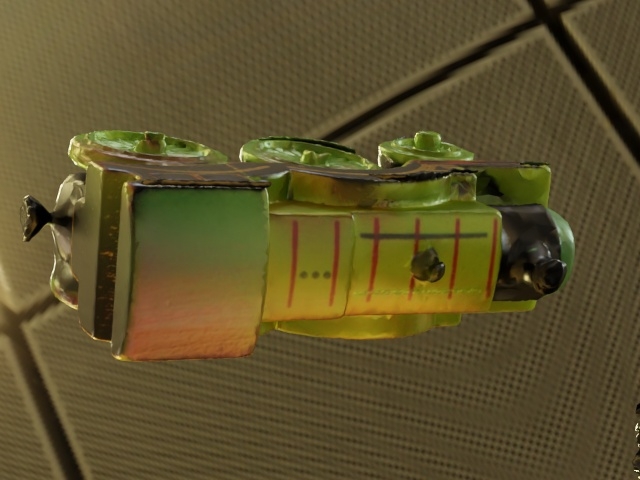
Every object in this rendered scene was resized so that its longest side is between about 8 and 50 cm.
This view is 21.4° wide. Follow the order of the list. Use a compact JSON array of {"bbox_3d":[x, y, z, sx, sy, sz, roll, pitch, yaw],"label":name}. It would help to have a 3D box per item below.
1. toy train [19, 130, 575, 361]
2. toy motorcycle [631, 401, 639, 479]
[{"bbox_3d":[0.000,0.000,0.882,0.160,0.296,0.100,29,-64,58],"label":"toy train"},{"bbox_3d":[0.282,0.159,0.881,0.169,0.410,0.237,13,-129,47],"label":"toy motorcycle"}]
